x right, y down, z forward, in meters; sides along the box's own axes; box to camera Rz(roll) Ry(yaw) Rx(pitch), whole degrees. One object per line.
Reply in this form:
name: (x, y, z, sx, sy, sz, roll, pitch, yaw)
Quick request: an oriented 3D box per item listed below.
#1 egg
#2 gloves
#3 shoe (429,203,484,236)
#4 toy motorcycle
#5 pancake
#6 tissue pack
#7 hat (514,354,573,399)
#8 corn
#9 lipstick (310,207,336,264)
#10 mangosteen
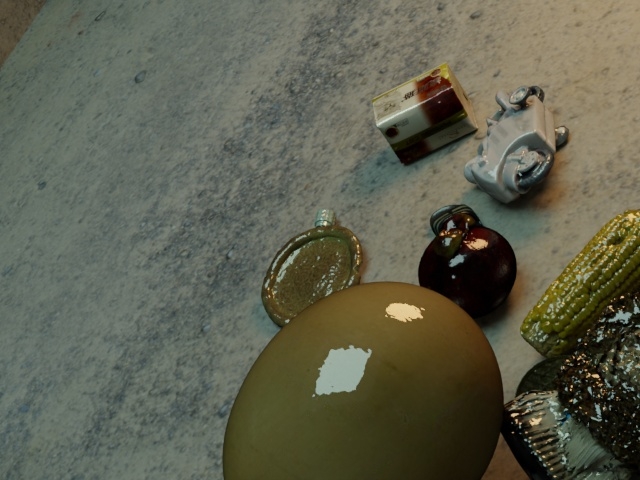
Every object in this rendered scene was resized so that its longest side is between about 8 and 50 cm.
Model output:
egg: (0.049, 0.225, 1.525, 0.374, 0.301, 0.301, -53, 34, 7)
gloves: (0.366, 0.183, 1.519, 0.312, 0.135, 0.210, -38, 50, 8)
shoe: (0.220, -0.019, 1.975, 0.071, 0.049, 0.179, -36, 35, 1)
toy motorcycle: (0.297, -0.146, 2.011, 0.171, 0.110, 0.260, -34, 28, 26)
pancake: (-0.014, 0.060, 2.091, 0.199, 0.021, 0.199, -18, 52, 24)
tissue pack: (0.180, -0.218, 2.184, 0.148, 0.106, 0.099, -26, 38, 17)
hat: (0.313, 0.224, 1.616, 0.146, 0.067, 0.146, 0, 71, -1)
corn: (0.378, 0.053, 1.716, 0.261, 0.097, 0.097, -44, 36, -7)
lipstick: (0.000, 0.000, 2.162, 0.037, 0.037, 0.116, -12, 47, 32)
mangosteen: (0.209, 0.037, 1.837, 0.152, 0.152, 0.152, -23, 37, 19)
